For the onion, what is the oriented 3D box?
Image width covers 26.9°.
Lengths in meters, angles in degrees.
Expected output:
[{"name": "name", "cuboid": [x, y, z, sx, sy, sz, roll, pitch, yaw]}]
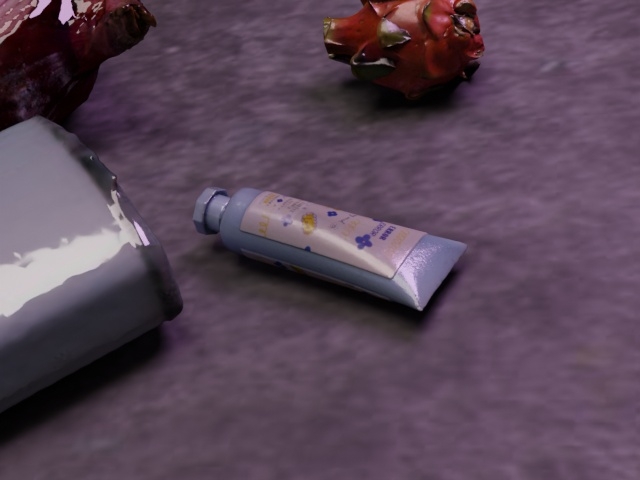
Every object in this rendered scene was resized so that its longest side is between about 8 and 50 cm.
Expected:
[{"name": "onion", "cuboid": [-0.212, -0.143, 0.973, 0.218, 0.140, 0.195, 1, 46, 17]}]

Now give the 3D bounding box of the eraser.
[{"name": "eraser", "cuboid": [-0.250, 0.045, 0.796, 0.290, 0.104, 0.189, -29, 47, -16]}]

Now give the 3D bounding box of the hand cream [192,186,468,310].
[{"name": "hand cream", "cuboid": [0.000, 0.000, 0.819, 0.170, 0.043, 0.065, 15, 45, 27]}]

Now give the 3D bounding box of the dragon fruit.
[{"name": "dragon fruit", "cuboid": [0.056, -0.142, 0.936, 0.116, 0.081, 0.086, -10, 72, 15]}]
